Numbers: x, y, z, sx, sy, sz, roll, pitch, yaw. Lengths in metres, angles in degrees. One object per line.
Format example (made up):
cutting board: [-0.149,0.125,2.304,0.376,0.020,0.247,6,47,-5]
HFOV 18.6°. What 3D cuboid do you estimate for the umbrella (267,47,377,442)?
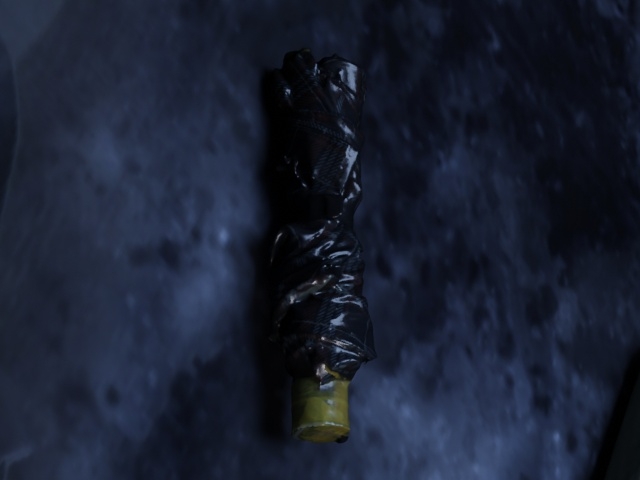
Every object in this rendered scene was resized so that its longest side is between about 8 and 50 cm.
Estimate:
umbrella: [0.000,0.000,0.690,0.040,0.037,0.144,40,44,-57]

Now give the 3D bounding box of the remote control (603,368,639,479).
remote control: [0.132,0.163,0.811,0.090,0.038,0.309,55,40,-26]
